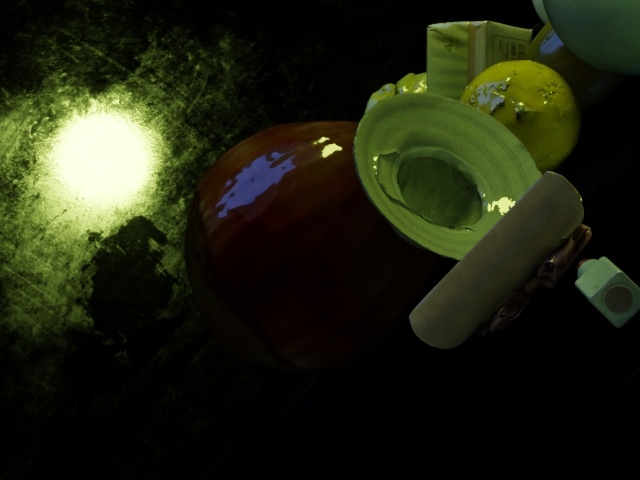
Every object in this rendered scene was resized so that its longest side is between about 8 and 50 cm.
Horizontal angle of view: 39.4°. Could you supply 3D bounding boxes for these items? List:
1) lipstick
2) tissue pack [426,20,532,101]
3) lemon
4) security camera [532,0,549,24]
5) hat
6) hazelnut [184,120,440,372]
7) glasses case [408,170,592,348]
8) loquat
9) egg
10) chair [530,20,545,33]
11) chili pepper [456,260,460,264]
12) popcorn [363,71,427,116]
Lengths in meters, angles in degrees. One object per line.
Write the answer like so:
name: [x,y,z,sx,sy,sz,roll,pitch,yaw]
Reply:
lipstick: [0.204,0.030,0.654,0.030,0.030,0.129,-46,2,10]
tissue pack: [0.251,-0.224,1.416,0.125,0.234,0.159,5,9,38]
lemon: [0.276,-0.166,1.248,0.173,0.173,0.206,-46,1,28]
security camera: [0.451,-0.401,1.457,0.194,0.236,0.194,-45,-1,-1]
hat: [0.137,-0.050,1.068,0.252,0.252,0.110,-47,-7,-40]
hazelnut: [0.000,0.000,1.273,0.421,0.353,0.421,-32,-28,-19]
glasses case: [0.183,0.033,0.831,0.193,0.070,0.102,-48,-27,16]
loquat: [0.394,-0.277,1.346,0.195,0.152,0.152,-41,3,23]
egg: [0.395,-0.339,1.178,0.203,0.203,0.283,-45,45,36]
chair: [0.529,-0.427,1.600,0.186,0.160,0.319,-41,0,-8]
chili pepper: [0.189,0.038,1.206,0.030,0.017,0.083,-48,1,20]
popcorn: [0.254,-0.225,1.705,0.292,0.293,0.334,-47,17,13]
